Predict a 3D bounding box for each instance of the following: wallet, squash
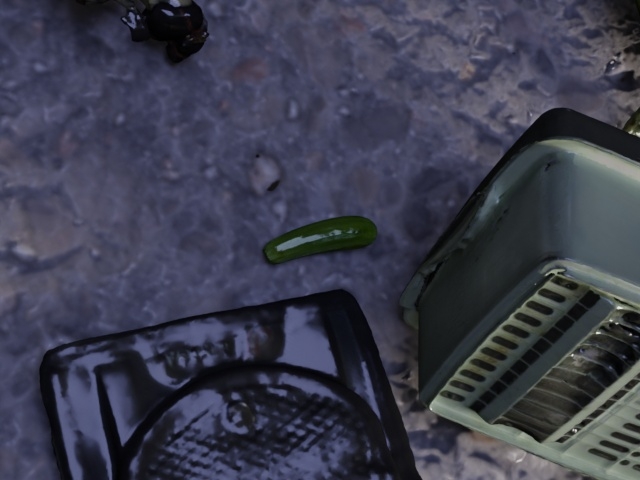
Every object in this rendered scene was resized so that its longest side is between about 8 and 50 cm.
[{"bbox_3d":[-0.030,0.199,0.727,0.247,0.041,0.323,-12,79,-22],"label":"wallet"},{"bbox_3d":[0.000,-0.001,0.811,0.089,0.027,0.027,-10,76,-22],"label":"squash"}]

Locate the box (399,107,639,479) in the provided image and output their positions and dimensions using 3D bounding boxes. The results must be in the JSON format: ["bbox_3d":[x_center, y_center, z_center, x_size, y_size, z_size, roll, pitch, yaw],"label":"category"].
[{"bbox_3d":[0.216,0.051,0.768,0.291,0.220,0.166,23,44,-13],"label":"box"}]

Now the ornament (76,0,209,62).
[{"bbox_3d":[-0.151,-0.204,0.769,0.196,0.153,0.166,38,64,-15],"label":"ornament"}]

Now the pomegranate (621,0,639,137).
[{"bbox_3d":[0.371,-0.189,0.904,0.260,0.260,0.340,35,95,-6],"label":"pomegranate"}]
